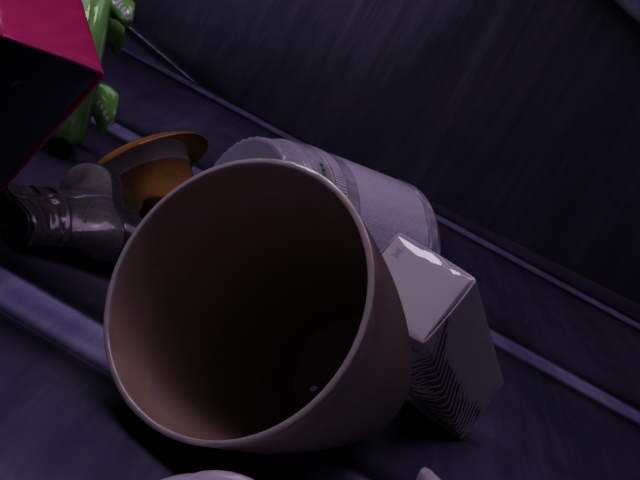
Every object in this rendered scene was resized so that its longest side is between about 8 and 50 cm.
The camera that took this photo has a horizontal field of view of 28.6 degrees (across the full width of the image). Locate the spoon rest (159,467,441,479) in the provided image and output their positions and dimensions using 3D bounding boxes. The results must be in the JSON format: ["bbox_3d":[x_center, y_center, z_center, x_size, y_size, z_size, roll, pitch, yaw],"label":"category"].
[{"bbox_3d":[-0.022,0.227,0.959,0.276,0.084,0.137,4,21,-32],"label":"spoon rest"}]

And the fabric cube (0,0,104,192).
[{"bbox_3d":[-0.425,-0.227,1.339,0.259,0.254,0.258,17,43,-44],"label":"fabric cube"}]

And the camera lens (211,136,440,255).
[{"bbox_3d":[0.000,0.000,1.608,0.274,0.219,0.219,18,14,-38],"label":"camera lens"}]

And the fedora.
[{"bbox_3d":[-0.227,-0.079,1.707,0.194,0.194,0.079,3,61,-64],"label":"fedora"}]

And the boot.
[{"bbox_3d":[-0.313,-0.048,1.480,0.161,0.083,0.246,14,15,-30],"label":"boot"}]

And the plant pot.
[{"bbox_3d":[-0.021,0.093,1.173,0.256,0.256,0.274,34,-3,31],"label":"plant pot"}]

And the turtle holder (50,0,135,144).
[{"bbox_3d":[-0.400,-0.310,1.855,0.227,0.320,0.243,10,18,-13],"label":"turtle holder"}]

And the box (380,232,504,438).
[{"bbox_3d":[0.126,0.113,1.411,0.113,0.094,0.275,32,-17,30],"label":"box"}]
